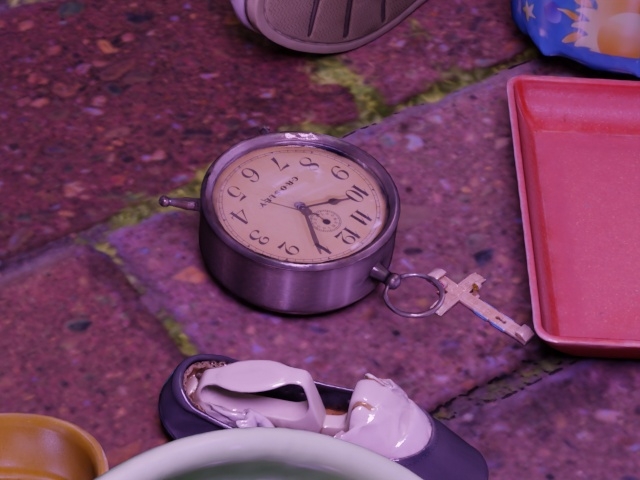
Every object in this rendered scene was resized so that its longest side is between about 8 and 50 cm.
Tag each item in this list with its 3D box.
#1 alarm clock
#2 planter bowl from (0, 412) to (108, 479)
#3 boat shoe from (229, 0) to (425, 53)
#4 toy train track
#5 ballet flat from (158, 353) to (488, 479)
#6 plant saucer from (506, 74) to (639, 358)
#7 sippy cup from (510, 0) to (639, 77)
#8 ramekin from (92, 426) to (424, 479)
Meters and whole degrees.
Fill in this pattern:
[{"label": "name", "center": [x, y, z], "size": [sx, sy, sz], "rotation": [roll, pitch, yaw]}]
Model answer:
[{"label": "alarm clock", "center": [0.000, 0.000, 1.252], "size": [0.192, 0.064, 0.129], "rotation": [31, 49, 27]}, {"label": "planter bowl", "center": [-0.202, 0.184, 1.001], "size": [0.217, 0.090, 0.217], "rotation": [-14, 24, 6]}, {"label": "boat shoe", "center": [0.033, -0.228, 1.465], "size": [0.103, 0.113, 0.302], "rotation": [37, 41, 29]}, {"label": "toy train track", "center": [0.105, 0.040, 1.258], "size": [0.083, 0.014, 0.048], "rotation": [34, 51, 26]}, {"label": "ballet flat", "center": [0.002, 0.108, 1.138], "size": [0.203, 0.074, 0.074], "rotation": [13, 45, 6]}, {"label": "plant saucer", "center": [0.259, -0.007, 1.299], "size": [0.259, 0.047, 0.259], "rotation": [3, 45, -3]}, {"label": "sippy cup", "center": [0.234, -0.246, 1.394], "size": [0.240, 0.224, 0.305], "rotation": [19, 29, 24]}, {"label": "ramekin", "center": [-0.052, 0.241, 0.850], "size": [0.303, 0.148, 0.303], "rotation": [8, 75, -30]}]
